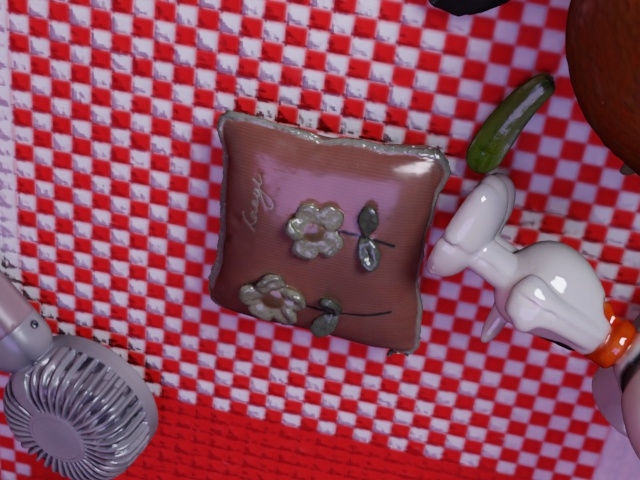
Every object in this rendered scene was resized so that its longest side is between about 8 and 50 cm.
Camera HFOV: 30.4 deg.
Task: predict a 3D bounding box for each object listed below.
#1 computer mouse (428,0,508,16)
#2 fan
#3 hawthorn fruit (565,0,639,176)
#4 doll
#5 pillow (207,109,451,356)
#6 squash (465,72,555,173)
[{"bbox_3d":[0.109,-0.186,0.723,0.135,0.047,0.079,-31,111,32],"label":"computer mouse"},{"bbox_3d":[-0.239,0.101,0.995,0.130,0.074,0.244,-23,111,38],"label":"fan"},{"bbox_3d":[0.227,-0.107,0.675,0.199,0.199,0.251,22,143,-2],"label":"hawthorn fruit"},{"bbox_3d":[0.216,0.058,0.819,0.271,0.208,0.144,43,109,25],"label":"doll"},{"bbox_3d":[0.000,0.000,0.859,0.171,0.075,0.179,12,124,7],"label":"pillow"},{"bbox_3d":[0.128,-0.080,0.804,0.027,0.027,0.089,29,123,-7],"label":"squash"}]
